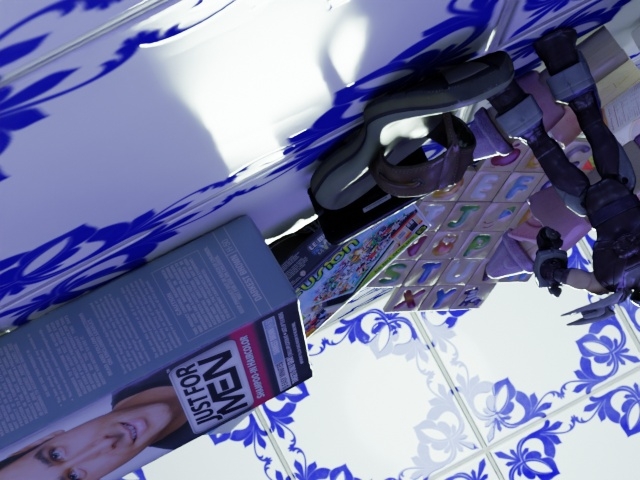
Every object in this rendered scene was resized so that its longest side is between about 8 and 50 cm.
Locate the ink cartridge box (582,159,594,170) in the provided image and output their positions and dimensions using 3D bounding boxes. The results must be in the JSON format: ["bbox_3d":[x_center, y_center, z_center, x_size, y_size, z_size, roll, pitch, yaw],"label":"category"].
[{"bbox_3d":[0.263,-0.043,1.971,0.273,0.114,0.197,-23,172,-39],"label":"ink cartridge box"}]

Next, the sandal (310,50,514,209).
[{"bbox_3d":[0.085,-0.078,1.105,0.120,0.086,0.303,-25,173,-23],"label":"sandal"}]

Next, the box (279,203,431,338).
[{"bbox_3d":[0.022,0.022,1.451,0.207,0.036,0.114,-43,150,2],"label":"box"}]

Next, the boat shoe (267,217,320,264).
[{"bbox_3d":[0.000,0.000,1.501,0.183,0.066,0.066,-23,158,-40],"label":"boat shoe"}]

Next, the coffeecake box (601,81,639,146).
[{"bbox_3d":[0.482,-0.179,1.772,0.142,0.068,0.185,18,144,-36],"label":"coffeecake box"}]

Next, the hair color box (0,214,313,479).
[{"bbox_3d":[-0.201,0.140,1.263,0.374,0.113,0.185,-26,151,-10],"label":"hair color box"}]

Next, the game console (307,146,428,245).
[{"bbox_3d":[0.057,-0.051,1.287,0.122,0.107,0.071,-30,145,12],"label":"game console"}]

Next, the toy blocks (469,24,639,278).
[{"bbox_3d":[0.282,-0.021,1.364,0.260,0.309,0.288,-36,171,15],"label":"toy blocks"}]

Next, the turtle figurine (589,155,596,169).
[{"bbox_3d":[0.521,-0.102,2.120,0.198,0.274,0.266,-42,170,-23],"label":"turtle figurine"}]

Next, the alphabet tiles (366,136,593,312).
[{"bbox_3d":[0.225,-0.015,1.760,0.285,0.011,0.342,0,138,-32],"label":"alphabet tiles"}]

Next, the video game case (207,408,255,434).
[{"bbox_3d":[-0.199,0.216,1.862,0.269,0.061,0.244,-1,150,-34],"label":"video game case"}]

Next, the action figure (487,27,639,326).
[{"bbox_3d":[0.252,-0.046,1.161,0.185,0.285,0.099,-28,174,9],"label":"action figure"}]

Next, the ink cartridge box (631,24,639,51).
[{"bbox_3d":[0.475,-0.244,1.287,0.198,0.115,0.273,-22,171,-35],"label":"ink cartridge box"}]
